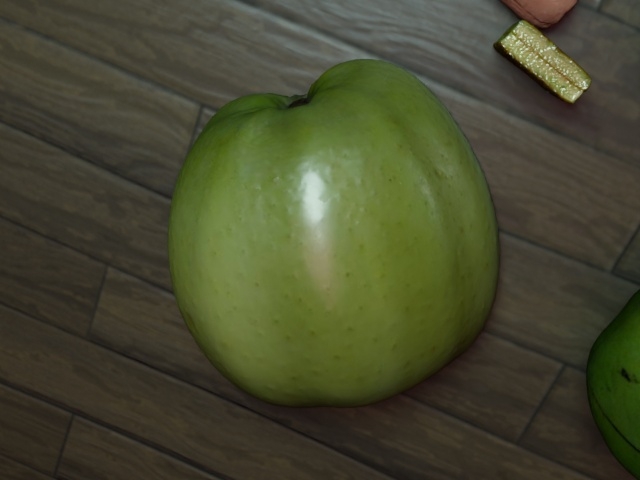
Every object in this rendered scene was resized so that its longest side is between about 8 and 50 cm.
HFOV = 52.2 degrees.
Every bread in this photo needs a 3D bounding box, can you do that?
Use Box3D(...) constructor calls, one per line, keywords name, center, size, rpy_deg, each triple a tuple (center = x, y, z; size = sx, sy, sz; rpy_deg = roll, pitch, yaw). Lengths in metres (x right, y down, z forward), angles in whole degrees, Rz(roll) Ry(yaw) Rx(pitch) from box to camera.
Box3D(name="bread", center=(0.212, -0.172, 0.630), size=(0.090, 0.094, 0.035), rpy_deg=(39, 110, -1))

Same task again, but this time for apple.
Box3D(name="apple", center=(0.000, 0.000, 0.731), size=(0.320, 0.311, 0.361), rpy_deg=(-24, 110, -29))

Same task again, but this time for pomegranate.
Box3D(name="pomegranate", center=(0.397, 0.142, 0.636), size=(0.254, 0.270, 0.255), rpy_deg=(-5, 81, 37))

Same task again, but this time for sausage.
Box3D(name="sausage", center=(0.178, -0.268, 0.620), size=(0.154, 0.062, 0.062), rpy_deg=(42, 110, -5))
